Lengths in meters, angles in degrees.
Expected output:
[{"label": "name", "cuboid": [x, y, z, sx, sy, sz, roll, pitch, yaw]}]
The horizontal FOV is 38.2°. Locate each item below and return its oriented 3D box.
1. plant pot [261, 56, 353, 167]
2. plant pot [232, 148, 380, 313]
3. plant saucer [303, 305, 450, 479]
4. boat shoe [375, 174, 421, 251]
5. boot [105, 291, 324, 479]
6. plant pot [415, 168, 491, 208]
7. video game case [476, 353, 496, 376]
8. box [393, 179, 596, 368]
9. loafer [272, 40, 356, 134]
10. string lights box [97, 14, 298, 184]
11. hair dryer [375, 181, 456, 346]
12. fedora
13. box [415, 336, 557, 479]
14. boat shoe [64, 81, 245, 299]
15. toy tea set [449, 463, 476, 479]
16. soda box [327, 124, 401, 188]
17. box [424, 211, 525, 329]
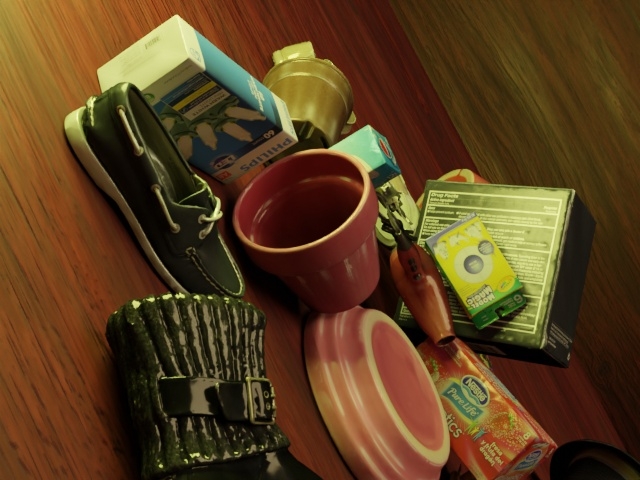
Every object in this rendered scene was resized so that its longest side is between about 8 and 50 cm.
[{"label": "plant pot", "cuboid": [-0.032, -0.196, 1.562, 0.167, 0.167, 0.165, 50, 30, -30]}, {"label": "plant pot", "cuboid": [0.000, 0.000, 1.316, 0.201, 0.201, 0.180, -98, 166, -46]}, {"label": "plant saucer", "cuboid": [0.098, 0.232, 1.383, 0.332, 0.084, 0.332, 50, 22, -28]}, {"label": "boat shoe", "cuboid": [0.129, -0.086, 1.890, 0.103, 0.113, 0.302, 47, 13, -31]}, {"label": "boot", "cuboid": [-0.062, 0.204, 0.938, 0.348, 0.131, 0.260, 34, 32, -52]}, {"label": "plant pot", "cuboid": [0.360, -0.020, 2.187, 0.243, 0.275, 0.275, 41, 25, -22]}, {"label": "video game case", "cuboid": [0.321, 0.261, 1.977, 0.210, 0.041, 0.232, 45, 25, -42]}, {"label": "box", "cuboid": [0.328, 0.059, 1.721, 0.182, 0.296, 0.294, 32, 69, -55]}, {"label": "loafer", "cuboid": [0.007, -0.312, 1.904, 0.268, 0.092, 0.102, 38, 29, -49]}, {"label": "string lights box", "cuboid": [-0.156, -0.178, 1.233, 0.259, 0.133, 0.077, 31, 34, -55]}, {"label": "hair dryer", "cuboid": [0.140, 0.044, 1.519, 0.294, 0.080, 0.223, 61, 13, -9]}, {"label": "fedora", "cuboid": [0.588, 0.597, 1.959, 0.152, 0.334, 0.334, -25, 86, -37]}, {"label": "box", "cuboid": [0.256, 0.283, 1.549, 0.257, 0.122, 0.128, 50, 10, 34]}, {"label": "boat shoe", "cuboid": [-0.169, -0.042, 1.070, 0.303, 0.091, 0.114, 53, 21, -22]}, {"label": "toy tea set", "cuboid": [0.297, 0.492, 1.459, 0.200, 0.124, 0.336, 56, 19, -14]}, {"label": "soda box", "cuboid": [0.012, -0.088, 1.418, 0.067, 0.210, 0.071, 23, 41, -60]}, {"label": "box", "cuboid": [0.267, 0.053, 1.586, 0.179, 0.105, 0.043, 59, -3, 13]}]
